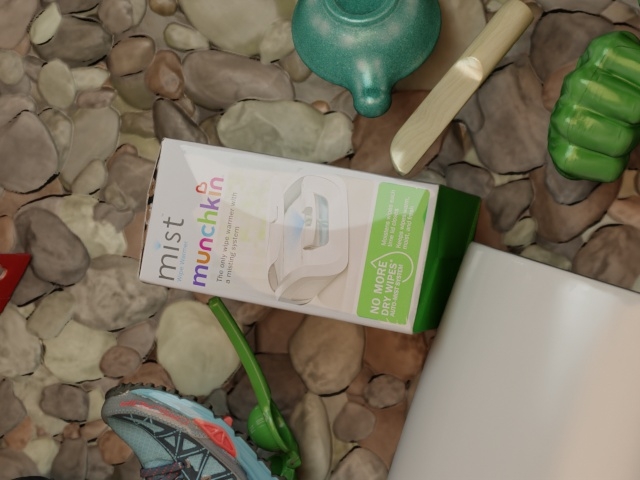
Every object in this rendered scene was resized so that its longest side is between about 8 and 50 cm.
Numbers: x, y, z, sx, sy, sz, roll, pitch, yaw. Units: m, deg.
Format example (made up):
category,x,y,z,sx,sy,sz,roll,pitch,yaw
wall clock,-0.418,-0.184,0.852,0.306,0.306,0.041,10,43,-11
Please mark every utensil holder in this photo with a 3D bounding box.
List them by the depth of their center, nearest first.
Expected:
category,x,y,z,sx,sy,sz,roll,pitch,yaw
utensil holder,0.204,0.226,1.225,0.327,0.327,0.386,17,92,13

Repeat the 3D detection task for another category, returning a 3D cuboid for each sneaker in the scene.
category,x,y,z,sx,sy,sz,roll,pitch,yaw
sneaker,-0.097,0.231,1.309,0.262,0.104,0.125,44,60,-11

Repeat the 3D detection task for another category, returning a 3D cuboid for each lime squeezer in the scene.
category,x,y,z,sx,sy,sz,roll,pitch,yaw
lime squeezer,-0.069,0.187,1.402,0.110,0.059,0.310,14,119,5

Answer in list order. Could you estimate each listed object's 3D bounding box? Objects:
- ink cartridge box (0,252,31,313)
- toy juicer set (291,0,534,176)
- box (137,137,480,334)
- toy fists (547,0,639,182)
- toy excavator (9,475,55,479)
category,x,y,z,sx,sy,sz,roll,pitch,yaw
ink cartridge box,-0.385,0.090,1.458,0.078,0.134,0.231,34,97,12
toy juicer set,0.072,-0.216,1.360,0.209,0.089,0.329,-31,65,-7
box,0.000,0.000,1.303,0.231,0.262,0.127,11,92,14
toy fists,0.285,-0.170,1.295,0.096,0.142,0.279,36,98,13
toy excavator,-0.174,0.485,1.374,0.445,0.222,0.433,28,84,-10
